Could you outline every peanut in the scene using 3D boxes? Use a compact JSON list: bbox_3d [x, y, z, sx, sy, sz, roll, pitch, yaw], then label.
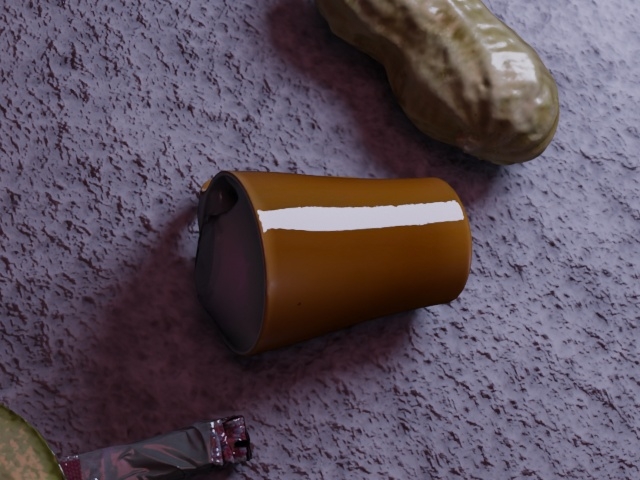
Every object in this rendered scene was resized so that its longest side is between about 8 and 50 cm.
[{"bbox_3d":[0.123,-0.207,1.679,0.325,0.140,0.153,40,81,7],"label":"peanut"}]

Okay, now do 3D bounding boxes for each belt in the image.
[{"bbox_3d":[-0.175,0.213,1.459,0.232,0.071,0.053,-12,75,-18],"label":"belt"}]

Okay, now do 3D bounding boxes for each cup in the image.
[{"bbox_3d":[0.000,0.000,1.558,0.264,0.182,0.226,-6,37,-23],"label":"cup"}]

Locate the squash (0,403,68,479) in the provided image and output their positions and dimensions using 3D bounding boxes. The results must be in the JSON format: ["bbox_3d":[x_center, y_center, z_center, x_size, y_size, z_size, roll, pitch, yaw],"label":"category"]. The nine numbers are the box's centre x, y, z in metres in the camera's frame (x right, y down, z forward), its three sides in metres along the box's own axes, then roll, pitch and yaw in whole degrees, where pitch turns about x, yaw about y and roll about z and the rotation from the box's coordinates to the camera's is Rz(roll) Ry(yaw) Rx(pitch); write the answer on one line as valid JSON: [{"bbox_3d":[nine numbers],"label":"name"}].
[{"bbox_3d":[-0.339,0.258,1.380,0.252,0.049,0.252,0,70,1],"label":"squash"}]
